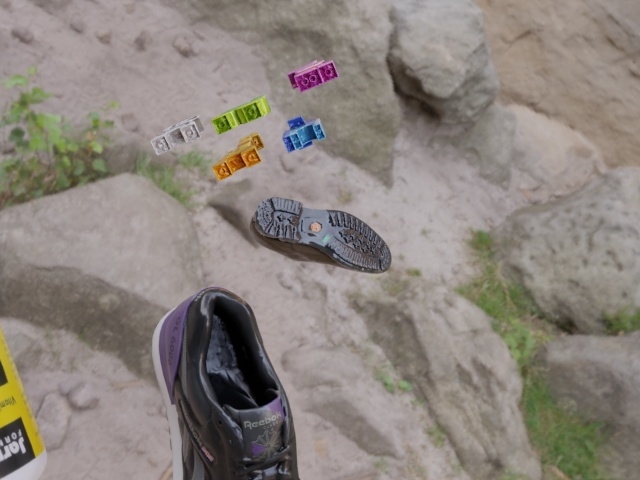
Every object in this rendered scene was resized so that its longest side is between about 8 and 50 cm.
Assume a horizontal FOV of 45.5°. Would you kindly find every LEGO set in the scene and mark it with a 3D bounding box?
[{"bbox_3d":[-0.076,-0.136,0.915,0.093,0.227,0.087,-93,160,-70],"label":"LEGO set"}]

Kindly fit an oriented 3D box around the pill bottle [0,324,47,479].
[{"bbox_3d":[-0.240,0.110,0.462,0.119,0.119,0.208,-22,94,-43],"label":"pill bottle"}]

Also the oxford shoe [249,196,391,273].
[{"bbox_3d":[0.000,0.000,1.171,0.227,0.096,0.082,21,64,-12],"label":"oxford shoe"}]

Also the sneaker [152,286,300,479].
[{"bbox_3d":[-0.066,0.177,0.622,0.107,0.124,0.283,-16,81,-27],"label":"sneaker"}]
